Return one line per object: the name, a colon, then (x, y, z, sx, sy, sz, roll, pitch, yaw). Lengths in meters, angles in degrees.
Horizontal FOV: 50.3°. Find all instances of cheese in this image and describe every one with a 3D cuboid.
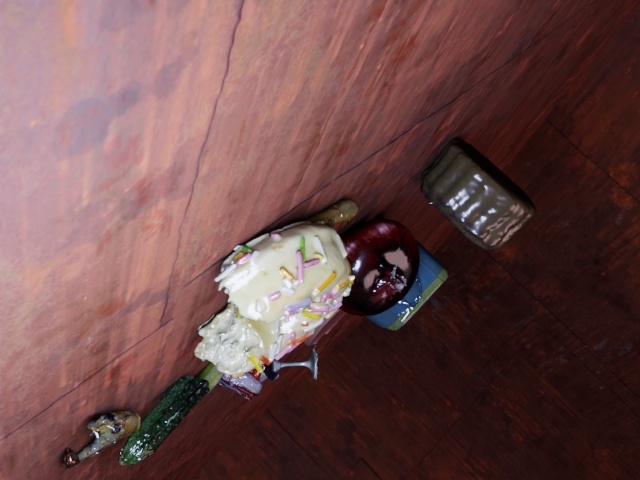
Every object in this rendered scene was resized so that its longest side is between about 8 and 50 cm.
cheese: (0.014, 0.182, 1.948, 0.203, 0.128, 0.177, -38, 167, -26)

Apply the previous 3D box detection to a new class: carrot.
carrot: (0.002, -0.042, 1.380, 0.254, 0.049, 0.049, -23, 155, -51)

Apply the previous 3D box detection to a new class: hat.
hat: (-0.183, 0.307, 1.816, 0.140, 0.129, 0.227, 11, -113, 55)

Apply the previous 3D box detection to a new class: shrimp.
shrimp: (-0.428, 0.383, 1.307, 0.173, 0.058, 0.253, -35, 170, -8)

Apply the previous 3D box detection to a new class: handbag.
handbag: (0.198, 0.103, 1.972, 0.263, 0.241, 0.222, -45, 179, -1)

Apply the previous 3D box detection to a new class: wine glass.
wine glass: (-0.102, 0.358, 1.955, 0.183, 0.122, 0.122, 0, 155, -10)

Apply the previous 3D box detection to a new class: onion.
onion: (0.146, 0.082, 1.727, 0.273, 0.285, 0.272, -13, 118, -26)

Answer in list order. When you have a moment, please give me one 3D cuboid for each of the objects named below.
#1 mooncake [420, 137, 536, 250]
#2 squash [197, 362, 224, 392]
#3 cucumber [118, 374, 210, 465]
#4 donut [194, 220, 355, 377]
mooncake: (0.436, -0.124, 1.918, 0.187, 0.324, 0.324, -50, 168, 18)
squash: (-0.242, 0.302, 1.667, 0.183, 0.052, 0.052, -49, 168, 8)
cucumber: (-0.335, 0.383, 1.467, 0.077, 0.077, 0.265, -54, 178, 34)
donut: (-0.076, 0.109, 1.292, 0.307, 0.150, 0.371, -29, 161, -33)
